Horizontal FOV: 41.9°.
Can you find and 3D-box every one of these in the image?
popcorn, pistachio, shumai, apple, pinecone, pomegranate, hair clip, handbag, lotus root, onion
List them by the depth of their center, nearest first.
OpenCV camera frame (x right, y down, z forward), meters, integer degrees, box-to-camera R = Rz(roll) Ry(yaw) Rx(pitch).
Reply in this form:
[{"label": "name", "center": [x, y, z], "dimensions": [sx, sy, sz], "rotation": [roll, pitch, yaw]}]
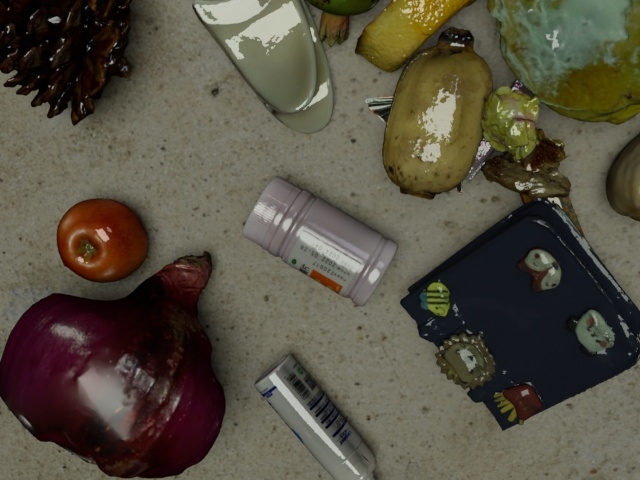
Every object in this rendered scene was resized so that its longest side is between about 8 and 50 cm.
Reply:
[{"label": "popcorn", "center": [0.299, -0.184, 1.310], "dimensions": [0.089, 0.097, 0.109], "rotation": [-41, 89, -17]}, {"label": "shumai", "center": [0.330, -0.116, 1.354], "dimensions": [0.139, 0.123, 0.105], "rotation": [-5, 89, 30]}, {"label": "pistachio", "center": [0.570, -0.128, 1.356], "dimensions": [0.238, 0.137, 0.153], "rotation": [-40, 57, 11]}, {"label": "lotus root", "center": [0.194, -0.210, 1.380], "dimensions": [0.160, 0.146, 0.284], "rotation": [13, 98, -2]}, {"label": "pomegranate", "center": [0.036, -0.426, 1.390], "dimensions": [0.159, 0.159, 0.205], "rotation": [15, 127, 6]}, {"label": "pinecone", "center": [-0.452, -0.367, 1.414], "dimensions": [0.296, 0.242, 0.298], "rotation": [35, 108, 0]}, {"label": "handbag", "center": [0.334, 0.136, 1.415], "dimensions": [0.329, 0.122, 0.303], "rotation": [-37, 92, 25]}, {"label": "hair clip", "center": [-0.072, -0.319, 1.441], "dimensions": [0.172, 0.113, 0.282], "rotation": [-28, 88, 11]}, {"label": "onion", "center": [-0.315, 0.188, 1.447], "dimensions": [0.398, 0.398, 0.420], "rotation": [32, 80, 3]}, {"label": "apple", "center": [-0.397, 0.000, 1.516], "dimensions": [0.163, 0.139, 0.164], "rotation": [1, 98, 6]}]

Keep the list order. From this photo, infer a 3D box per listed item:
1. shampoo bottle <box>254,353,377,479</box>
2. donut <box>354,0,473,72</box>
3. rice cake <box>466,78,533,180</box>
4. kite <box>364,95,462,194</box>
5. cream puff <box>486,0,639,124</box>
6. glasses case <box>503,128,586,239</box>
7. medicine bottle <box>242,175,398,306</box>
[{"label": "shampoo bottle", "center": [0.007, 0.351, 1.536], "dimensions": [0.092, 0.092, 0.303], "rotation": [-39, 92, 12]}, {"label": "donut", "center": [0.162, -0.380, 1.366], "dimensions": [0.259, 0.152, 0.101], "rotation": [-40, 93, 12]}, {"label": "rice cake", "center": [0.300, -0.195, 1.432], "dimensions": [0.047, 0.036, 0.207], "rotation": [34, 101, -12]}, {"label": "kite", "center": [0.186, -0.183, 1.465], "dimensions": [0.183, 0.014, 0.241], "rotation": [-42, 92, 13]}, {"label": "cream puff", "center": [0.463, -0.369, 1.283], "dimensions": [0.378, 0.275, 0.378], "rotation": [20, 127, 29]}, {"label": "glasses case", "center": [0.384, -0.076, 1.433], "dimensions": [0.075, 0.049, 0.218], "rotation": [-22, 95, 11]}, {"label": "medicine bottle", "center": [0.000, 0.000, 1.461], "dimensions": [0.249, 0.133, 0.133], "rotation": [31, 102, 1]}]
